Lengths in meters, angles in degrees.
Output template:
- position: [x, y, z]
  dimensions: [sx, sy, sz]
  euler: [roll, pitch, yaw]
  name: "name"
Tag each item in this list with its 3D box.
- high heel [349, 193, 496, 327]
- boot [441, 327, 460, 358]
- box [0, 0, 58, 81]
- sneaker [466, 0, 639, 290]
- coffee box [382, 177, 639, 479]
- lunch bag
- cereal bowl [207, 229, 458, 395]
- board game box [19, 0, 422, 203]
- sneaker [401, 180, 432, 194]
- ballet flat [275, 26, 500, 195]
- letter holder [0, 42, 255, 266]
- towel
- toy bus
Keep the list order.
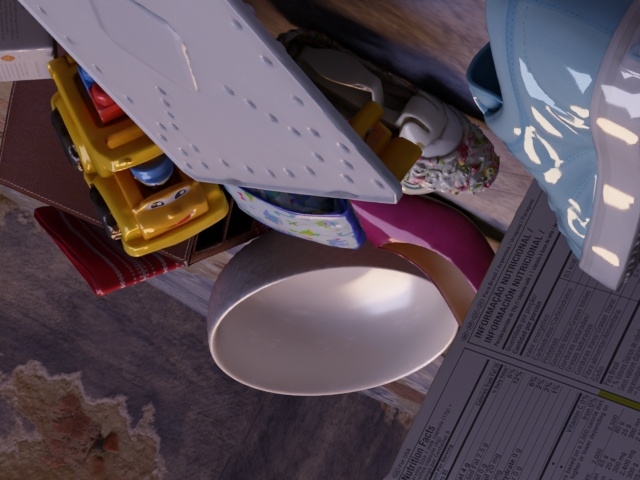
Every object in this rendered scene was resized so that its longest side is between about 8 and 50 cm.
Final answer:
- position: [0.144, 0.067, 1.660]
  dimensions: [0.377, 0.181, 0.127]
  euler: [27, 170, -3]
  name: "high heel"
- position: [0.165, 0.133, 2.195]
  dimensions: [0.208, 0.076, 0.189]
  euler: [30, 171, 15]
  name: "boot"
- position: [-0.371, -0.227, 1.532]
  dimensions: [0.170, 0.091, 0.130]
  euler: [-5, 173, -8]
  name: "box"
- position: [0.180, -0.088, 0.982]
  dimensions: [0.150, 0.135, 0.366]
  euler: [31, 164, 20]
  name: "sneaker"
- position: [0.329, 0.181, 1.315]
  dimensions: [0.334, 0.338, 0.337]
  euler: [18, 166, 43]
  name: "coffee box"
- position: [-0.021, -0.051, 1.548]
  dimensions: [0.151, 0.096, 0.129]
  euler: [33, 173, 18]
  name: "lunch bag"
- position: [0.012, 0.070, 1.904]
  dimensions: [0.339, 0.141, 0.339]
  euler: [-6, 146, -4]
  name: "cereal bowl"
- position: [-0.138, -0.190, 1.208]
  dimensions: [0.390, 0.050, 0.390]
  euler: [47, 162, -25]
  name: "board game box"
- position: [0.098, -0.081, 1.427]
  dimensions: [0.075, 0.057, 0.161]
  euler: [10, 168, 0]
  name: "sneaker"
- position: [0.053, -0.114, 1.260]
  dimensions: [0.241, 0.091, 0.077]
  euler: [25, 158, -2]
  name: "ballet flat"
- position: [-0.226, -0.133, 1.773]
  dimensions: [0.302, 0.214, 0.152]
  euler: [22, -159, 22]
  name: "letter holder"
- position: [-0.214, -0.028, 1.868]
  dimensions: [0.199, 0.275, 0.031]
  euler: [43, 144, 42]
  name: "towel"
- position: [-0.196, -0.120, 1.519]
  dimensions: [0.220, 0.149, 0.211]
  euler: [62, 169, 14]
  name: "toy bus"
